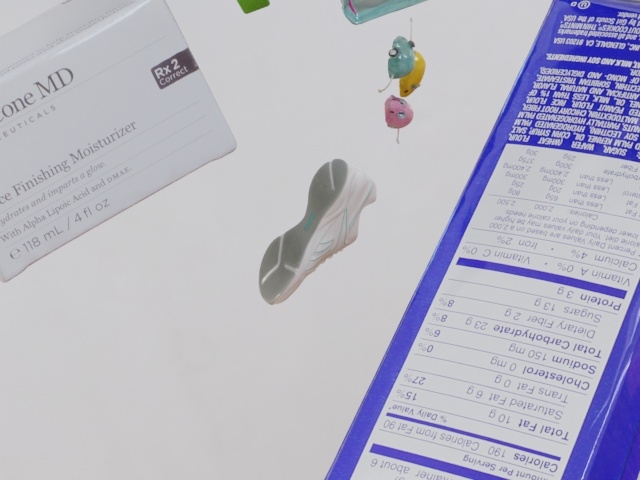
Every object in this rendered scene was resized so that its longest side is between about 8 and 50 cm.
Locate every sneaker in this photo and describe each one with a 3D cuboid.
[{"bbox_3d":[0.000,0.000,1.454,0.061,0.152,0.054,21,20,-43],"label":"sneaker"}]

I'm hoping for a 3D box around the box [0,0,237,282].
[{"bbox_3d":[-0.182,-0.079,1.080,0.181,0.119,0.182,-32,19,-14],"label":"box"}]

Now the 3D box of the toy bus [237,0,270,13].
[{"bbox_3d":[-0.134,-0.302,1.479,0.104,0.191,0.202,-20,-14,9],"label":"toy bus"}]

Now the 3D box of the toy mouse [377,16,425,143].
[{"bbox_3d":[0.103,-0.195,2.000,0.031,0.161,0.143,9,12,15],"label":"toy mouse"}]

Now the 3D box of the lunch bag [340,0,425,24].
[{"bbox_3d":[0.119,-0.350,1.533,0.262,0.160,0.223,-18,42,6],"label":"lunch bag"}]

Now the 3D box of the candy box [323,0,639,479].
[{"bbox_3d":[0.146,0.081,0.812,0.122,0.268,0.317,10,59,31],"label":"candy box"}]
